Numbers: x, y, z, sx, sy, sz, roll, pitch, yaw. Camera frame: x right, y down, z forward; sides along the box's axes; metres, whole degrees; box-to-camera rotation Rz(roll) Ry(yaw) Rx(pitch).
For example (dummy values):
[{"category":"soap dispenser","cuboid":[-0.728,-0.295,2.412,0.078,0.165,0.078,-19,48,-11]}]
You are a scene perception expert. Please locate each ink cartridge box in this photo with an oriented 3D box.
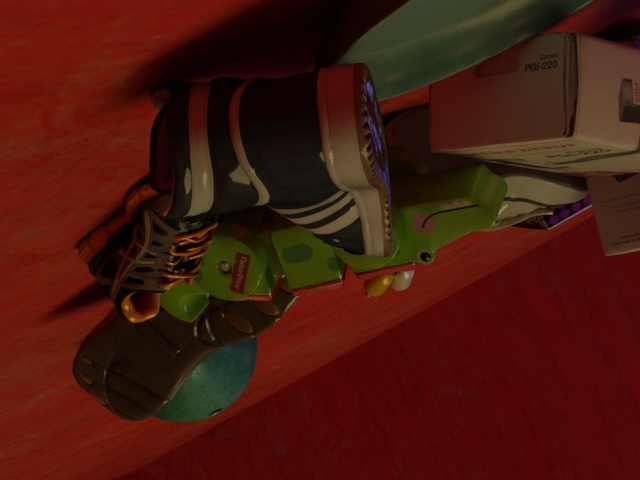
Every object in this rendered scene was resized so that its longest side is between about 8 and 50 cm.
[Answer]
[{"category":"ink cartridge box","cuboid":[0.219,-0.111,1.466,0.218,0.092,0.158,8,172,-43]},{"category":"ink cartridge box","cuboid":[0.334,-0.101,1.791,0.093,0.212,0.154,-13,-179,28]}]

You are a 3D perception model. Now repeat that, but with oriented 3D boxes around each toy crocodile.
[{"category":"toy crocodile","cuboid":[0.000,0.000,1.513,0.340,0.105,0.115,-12,-155,19]}]

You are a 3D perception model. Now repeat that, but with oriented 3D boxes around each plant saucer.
[{"category":"plant saucer","cuboid":[0.128,-0.187,1.213,0.317,0.044,0.317,-26,171,-4]}]

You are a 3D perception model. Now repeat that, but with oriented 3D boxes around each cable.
[{"category":"cable","cuboid":[0.123,0.012,2.387,0.139,0.072,0.287,-31,173,-8]}]

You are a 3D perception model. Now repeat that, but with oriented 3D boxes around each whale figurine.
[{"category":"whale figurine","cuboid":[-0.155,0.136,2.015,0.216,0.141,0.272,-26,172,-6]}]

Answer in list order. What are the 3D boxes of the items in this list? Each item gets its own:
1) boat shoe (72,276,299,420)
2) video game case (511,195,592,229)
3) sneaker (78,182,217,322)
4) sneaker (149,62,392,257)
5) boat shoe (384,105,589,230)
[{"category":"boat shoe","cuboid":[-0.114,0.040,1.705,0.355,0.132,0.130,-37,-167,35]},{"category":"video game case","cuboid":[0.353,-0.087,2.346,0.232,0.042,0.210,-29,-169,-13]},{"category":"sneaker","cuboid":[-0.126,-0.001,1.440,0.084,0.083,0.215,-19,168,-35]},{"category":"sneaker","cuboid":[-0.031,-0.048,1.192,0.153,0.099,0.282,-7,165,5]},{"category":"boat shoe","cuboid":[0.144,-0.060,1.759,0.367,0.136,0.156,-13,165,-49]}]
